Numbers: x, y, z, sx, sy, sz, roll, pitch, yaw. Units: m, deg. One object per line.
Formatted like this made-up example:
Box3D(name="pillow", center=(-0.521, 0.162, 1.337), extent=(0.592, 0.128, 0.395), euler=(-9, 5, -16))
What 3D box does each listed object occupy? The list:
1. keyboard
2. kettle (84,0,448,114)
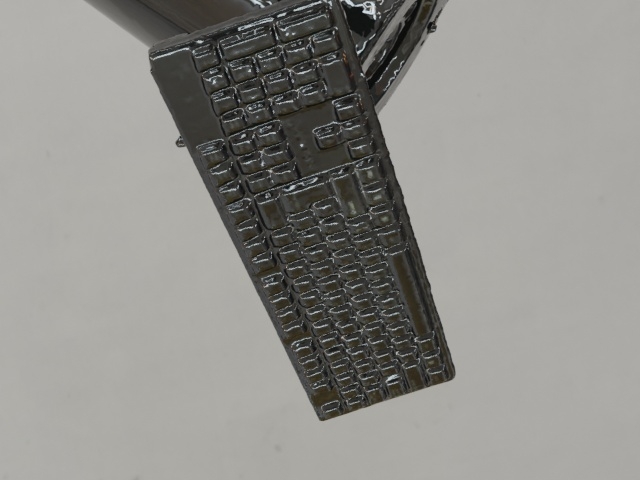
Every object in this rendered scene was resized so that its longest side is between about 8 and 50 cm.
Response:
Box3D(name="keyboard", center=(0.000, 0.000, 0.664), extent=(0.101, 0.018, 0.310), euler=(-17, 136, 4))
Box3D(name="kettle", center=(-0.054, -0.243, 0.923), extent=(0.308, 0.203, 0.262), euler=(34, 113, 8))
